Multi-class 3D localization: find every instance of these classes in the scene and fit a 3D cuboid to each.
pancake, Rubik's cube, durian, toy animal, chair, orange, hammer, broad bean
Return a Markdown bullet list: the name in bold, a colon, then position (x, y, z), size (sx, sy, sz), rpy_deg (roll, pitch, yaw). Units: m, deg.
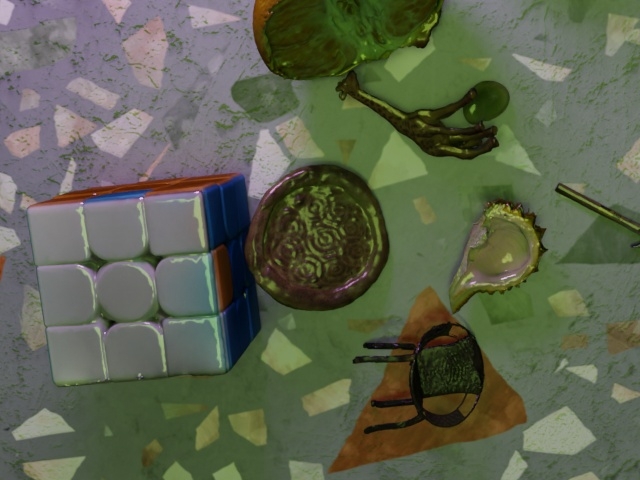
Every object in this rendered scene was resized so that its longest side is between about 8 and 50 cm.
- **pancake**: position (0.000, 0.000, 1.816), size (0.250, 0.031, 0.250), rpy_deg (0, 90, -15)
- **Rubik's cube**: position (-0.271, 0.054, 1.766), size (0.291, 0.292, 0.291), rpy_deg (-5, 99, 9)
- **durian**: position (0.280, 0.028, 1.804), size (0.140, 0.078, 0.224), rpy_deg (32, 112, -11)
- **toy animal**: position (0.158, -0.200, 1.771), size (0.275, 0.149, 0.054), rpy_deg (15, 56, 17)
- **chair**: position (0.169, 0.229, 1.814), size (0.213, 0.149, 0.174), rpy_deg (-9, 96, 5)
- **orange**: position (0.044, -0.392, 1.677), size (0.334, 0.262, 0.196), rpy_deg (-22, 78, 18)
- **hammer**: position (0.469, -0.044, 1.795), size (0.182, 0.017, 0.062), rpy_deg (27, 101, 4)
- **broad bean**: position (0.268, -0.226, 1.780), size (0.083, 0.045, 0.063), rpy_deg (-35, 94, 3)
